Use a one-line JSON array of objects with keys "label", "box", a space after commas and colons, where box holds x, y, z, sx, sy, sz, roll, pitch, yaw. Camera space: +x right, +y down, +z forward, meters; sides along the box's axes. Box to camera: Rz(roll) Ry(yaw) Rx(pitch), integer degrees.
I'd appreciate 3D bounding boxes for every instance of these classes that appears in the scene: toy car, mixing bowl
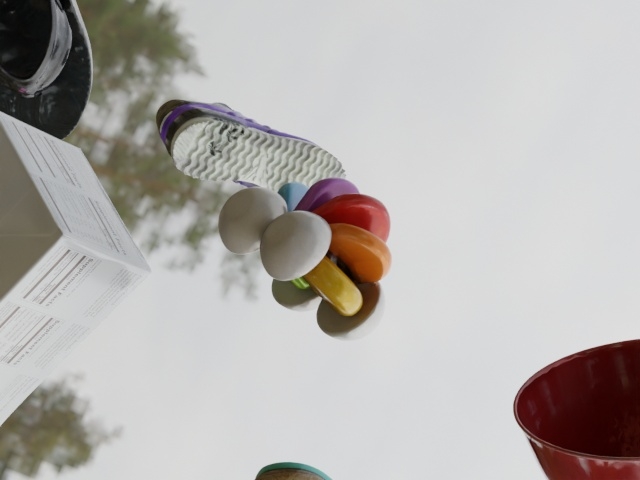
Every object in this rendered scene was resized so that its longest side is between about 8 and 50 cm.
[{"label": "toy car", "box": [0.000, 0.000, 1.630, 0.136, 0.159, 0.182, -50, -140, -9]}, {"label": "mixing bowl", "box": [0.223, 0.143, 1.075, 0.181, 0.181, 0.098, -138, -144, -68]}]

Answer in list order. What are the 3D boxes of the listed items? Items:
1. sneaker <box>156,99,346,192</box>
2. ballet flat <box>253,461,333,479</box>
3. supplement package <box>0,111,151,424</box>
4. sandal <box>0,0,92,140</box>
[{"label": "sneaker", "box": [-0.098, -0.126, 2.205, 0.102, 0.293, 0.146, -60, -141, 11]}, {"label": "ballet flat", "box": [-0.018, 0.340, 1.689, 0.342, 0.116, 0.124, 86, 10, -63]}, {"label": "supplement package", "box": [-0.348, 0.033, 1.741, 0.262, 0.145, 0.204, -44, -125, 15]}, {"label": "sandal", "box": [-0.374, -0.300, 1.974, 0.107, 0.167, 0.446, -84, 175, -55]}]
